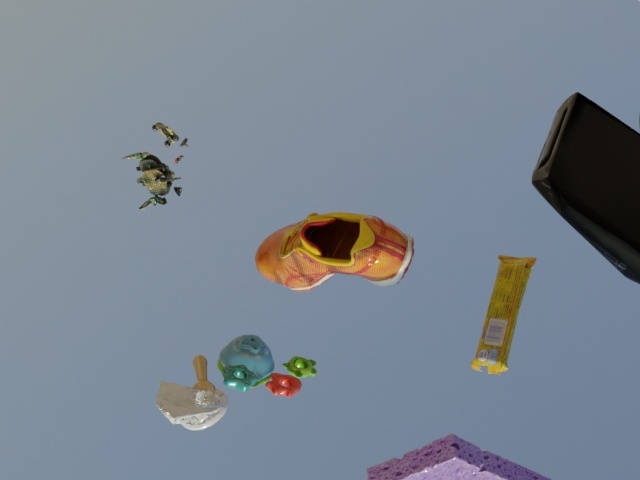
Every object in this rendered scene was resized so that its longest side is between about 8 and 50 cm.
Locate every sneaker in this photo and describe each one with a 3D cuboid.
[{"bbox_3d":[0.000,0.000,1.464,0.175,0.067,0.064,-8,-121,53],"label":"sneaker"}]

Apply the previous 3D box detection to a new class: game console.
[{"bbox_3d":[0.303,-0.088,1.617,0.044,0.213,0.361,-50,-170,42],"label":"game console"}]

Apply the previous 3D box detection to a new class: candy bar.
[{"bbox_3d":[0.186,0.072,1.938,0.040,0.018,0.161,7,-131,14],"label":"candy bar"}]

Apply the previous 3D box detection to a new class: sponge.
[{"bbox_3d":[0.160,0.269,2.067,0.117,0.210,0.031,-28,-127,31],"label":"sponge"}]

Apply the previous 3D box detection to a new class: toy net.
[{"bbox_3d":[-0.104,0.176,2.195,0.232,0.122,0.045,-33,146,-53],"label":"toy net"}]

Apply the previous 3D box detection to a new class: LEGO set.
[{"bbox_3d":[-0.125,-0.059,1.510,0.083,0.054,0.023,-42,-175,38],"label":"LEGO set"}]
